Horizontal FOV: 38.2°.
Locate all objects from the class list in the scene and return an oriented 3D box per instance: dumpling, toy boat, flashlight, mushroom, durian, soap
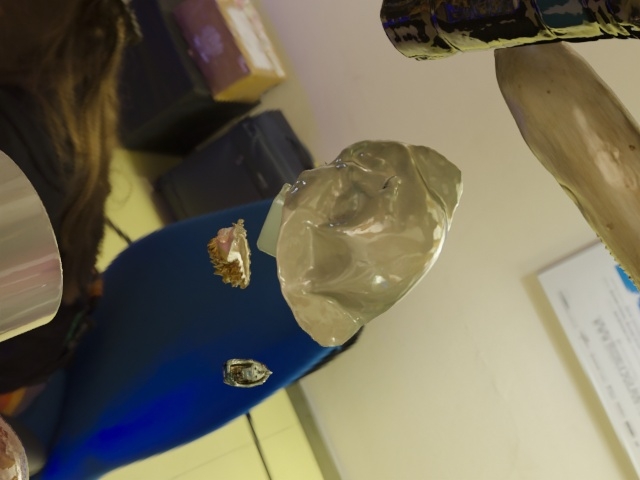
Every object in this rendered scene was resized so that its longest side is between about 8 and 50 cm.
[{"bbox_3d":[0.039,-0.016,0.876,0.151,0.124,0.229,48,66,-15],"label":"dumpling"},{"bbox_3d":[-0.089,0.164,1.146,0.083,0.038,0.038,11,55,-53],"label":"toy boat"},{"bbox_3d":[0.188,-0.195,0.732,0.103,0.424,0.103,-3,97,-28],"label":"flashlight"},{"bbox_3d":[0.270,-0.060,0.863,0.351,0.095,0.122,62,19,15],"label":"mushroom"},{"bbox_3d":[-0.187,0.030,1.829,0.224,0.078,0.140,-22,109,-85],"label":"durian"},{"bbox_3d":[0.000,0.000,1.591,0.198,0.119,0.066,27,34,3],"label":"soap"}]

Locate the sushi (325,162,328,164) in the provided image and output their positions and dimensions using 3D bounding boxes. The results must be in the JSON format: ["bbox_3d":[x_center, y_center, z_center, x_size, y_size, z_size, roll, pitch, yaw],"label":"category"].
[{"bbox_3d":[0.057,-0.048,1.773,0.193,0.043,0.279,59,-1,-20],"label":"sushi"}]

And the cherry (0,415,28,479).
[{"bbox_3d":[-0.551,0.329,1.358,0.206,0.239,0.239,-45,109,-19],"label":"cherry"}]

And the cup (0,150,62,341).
[{"bbox_3d":[-0.520,0.047,1.115,0.371,0.253,0.253,-26,87,-41],"label":"cup"}]
